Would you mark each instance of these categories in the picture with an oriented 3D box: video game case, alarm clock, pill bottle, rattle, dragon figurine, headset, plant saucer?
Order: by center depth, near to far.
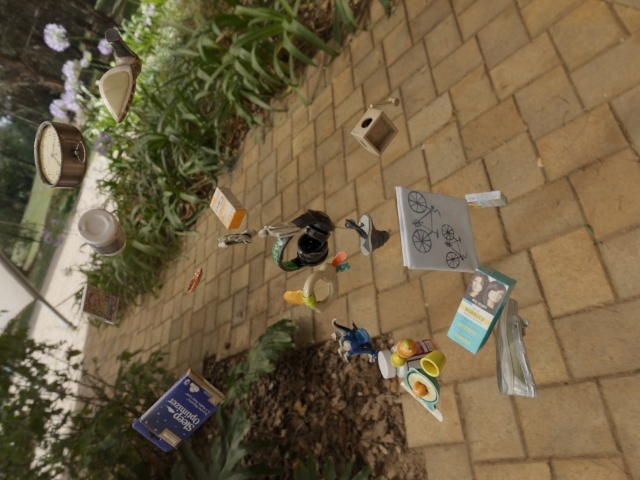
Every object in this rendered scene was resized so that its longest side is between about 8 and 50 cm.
[{"bbox_3d":[-0.505,-0.169,0.823,0.192,0.064,0.130,5,98,40],"label":"alarm clock"},{"bbox_3d":[-0.476,-0.013,0.913,0.137,0.078,0.078,132,149,-68],"label":"pill bottle"},{"bbox_3d":[-0.646,0.188,1.217,0.011,0.122,0.087,-17,58,13],"label":"video game case"},{"bbox_3d":[-0.376,0.122,1.248,0.083,0.013,0.084,-47,24,29],"label":"plant saucer"},{"bbox_3d":[-0.007,0.122,1.315,0.142,0.130,0.200,-11,51,61],"label":"rattle"},{"bbox_3d":[0.126,0.361,1.567,0.144,0.289,0.085,-31,27,-18],"label":"dragon figurine"},{"bbox_3d":[0.339,0.450,1.570,0.121,0.221,0.121,172,90,-81],"label":"pill bottle"},{"bbox_3d":[0.000,0.000,1.590,0.185,0.394,0.244,41,137,28],"label":"headset"}]

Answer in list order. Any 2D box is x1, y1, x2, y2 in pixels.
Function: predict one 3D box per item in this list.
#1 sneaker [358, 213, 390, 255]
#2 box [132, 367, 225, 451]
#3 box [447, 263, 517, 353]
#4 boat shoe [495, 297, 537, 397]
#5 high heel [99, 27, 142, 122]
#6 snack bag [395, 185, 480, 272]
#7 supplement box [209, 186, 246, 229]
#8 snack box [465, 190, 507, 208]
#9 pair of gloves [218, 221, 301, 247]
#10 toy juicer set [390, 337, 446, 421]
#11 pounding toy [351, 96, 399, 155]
[{"bbox_3d":[0.279,-0.053,2.130,0.086,0.163,0.226,29,133,45],"label":"sneaker"},{"bbox_3d":[-0.397,0.484,1.162,0.225,0.136,0.036,-44,17,-4],"label":"box"},{"bbox_3d":[0.460,0.199,1.193,0.100,0.060,0.245,33,123,35],"label":"box"},{"bbox_3d":[0.601,0.321,1.278,0.103,0.118,0.321,4,48,17],"label":"boat shoe"},{"bbox_3d":[-0.556,-0.440,1.198,0.186,0.093,0.262,125,140,-82],"label":"high heel"},{"bbox_3d":[0.442,-0.039,1.550,0.037,0.342,0.323,141,130,-59],"label":"snack bag"},{"bbox_3d":[-0.236,-0.083,1.055,0.098,0.036,0.062,48,123,28],"label":"supplement box"},{"bbox_3d":[0.684,-0.167,1.709,0.141,0.100,0.037,-4,76,38],"label":"snack box"},{"bbox_3d":[-0.184,-0.021,1.229,0.204,0.240,0.042,-162,62,-77],"label":"pair of gloves"},{"bbox_3d":[0.322,0.483,1.431,0.209,0.089,0.329,24,134,41],"label":"toy juicer set"},{"bbox_3d":[0.218,-0.472,1.616,0.206,0.181,0.094,-54,40,1],"label":"pounding toy"}]
